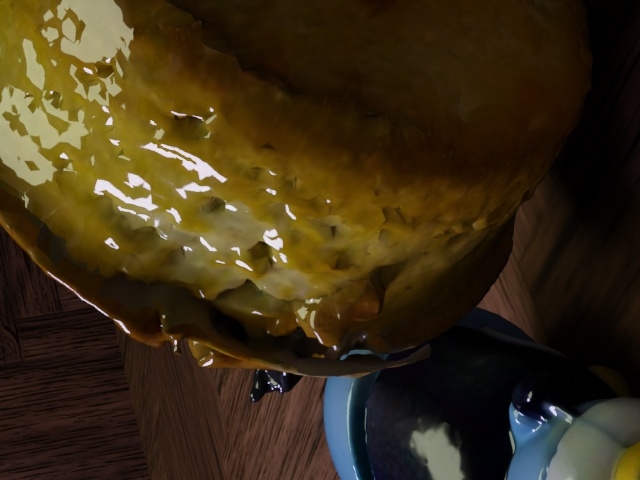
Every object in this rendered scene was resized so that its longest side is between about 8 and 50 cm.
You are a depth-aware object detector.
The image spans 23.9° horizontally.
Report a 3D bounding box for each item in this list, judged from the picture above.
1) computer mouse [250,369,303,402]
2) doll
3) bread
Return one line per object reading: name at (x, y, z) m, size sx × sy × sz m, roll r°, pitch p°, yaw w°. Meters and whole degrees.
computer mouse at (0.000, 0.000, 1.155) m, size 0.147 × 0.088 × 0.264 m, roll 148°, pitch 138°, yaw -80°
doll at (0.104, 0.118, 0.824) m, size 0.177 × 0.141 × 0.314 m, roll 55°, pitch 159°, yaw -20°
bread at (-0.023, -0.119, 0.775) m, size 0.204 × 0.337 × 0.358 m, roll 127°, pitch 154°, yaw -51°
